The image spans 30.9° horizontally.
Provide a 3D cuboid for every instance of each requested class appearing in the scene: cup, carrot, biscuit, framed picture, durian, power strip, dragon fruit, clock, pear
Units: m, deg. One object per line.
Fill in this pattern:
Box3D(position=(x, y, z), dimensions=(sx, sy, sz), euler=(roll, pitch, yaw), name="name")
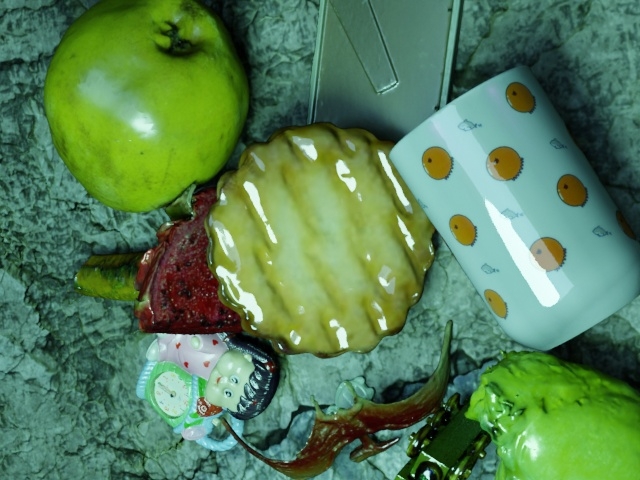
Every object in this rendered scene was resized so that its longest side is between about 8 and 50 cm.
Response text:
Box3D(position=(0.259, -0.032, 1.461), dimensions=(0.212, 0.212, 0.317), euler=(-35, 82, 23), name="cup")
Box3D(position=(-0.296, 0.055, 1.792), dimensions=(0.173, 0.082, 0.082), euler=(4, 97, 24), name="carrot")
Box3D(position=(0.000, 0.000, 1.572), dimensions=(0.326, 0.107, 0.326), euler=(1, 86, -16), name="biscuit")
Box3D(position=(0.086, -0.248, 1.619), dimensions=(0.211, 0.020, 0.289), euler=(10, 101, 22), name="framed picture")
Box3D(position=(0.331, 0.285, 1.466), dimensions=(0.340, 0.204, 0.256), euler=(14, 119, -2), name="durian")
Box3D(position=(0.039, 0.237, 1.688), dimensions=(0.083, 0.035, 0.055), euler=(-46, 77, 19), name="power strip")
Box3D(position=(-0.153, 0.032, 1.653), dimensions=(0.152, 0.317, 0.205), euler=(-15, 76, 50), name="dragon fruit")
Box3D(position=(-0.166, 0.214, 1.745), dimensions=(0.195, 0.100, 0.194), euler=(31, 111, 21), name="clock")
Box3D(position=(-0.259, -0.181, 1.653), dimensions=(0.287, 0.287, 0.375), euler=(49, 129, 12), name="pear")

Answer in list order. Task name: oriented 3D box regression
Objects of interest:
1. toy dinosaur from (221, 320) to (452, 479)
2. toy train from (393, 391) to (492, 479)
Box3D(position=(0.045, 0.227, 1.627), dimensions=(0.327, 0.206, 0.113), euler=(-44, 47, 25), name="toy dinosaur")
Box3D(position=(0.162, 0.294, 1.538), dimensions=(0.090, 0.225, 0.137), euler=(32, 115, 16), name="toy train")
